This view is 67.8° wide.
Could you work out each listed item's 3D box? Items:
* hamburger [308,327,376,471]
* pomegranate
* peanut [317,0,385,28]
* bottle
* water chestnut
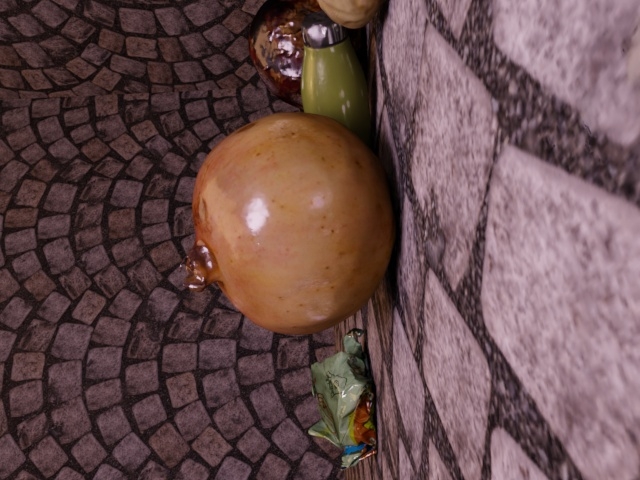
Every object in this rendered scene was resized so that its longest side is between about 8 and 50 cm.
[{"bbox_3d":[0.044,0.362,1.119,0.276,0.150,0.261,-94,3,-57],"label":"hamburger"},{"bbox_3d":[-0.058,-0.018,0.715,0.338,0.337,0.339,177,90,-88],"label":"pomegranate"},{"bbox_3d":[0.035,-0.375,0.637,0.140,0.109,0.159,94,171,-75],"label":"peanut"},{"bbox_3d":[0.024,-0.240,0.794,0.112,0.112,0.260,-95,-6,-47],"label":"bottle"},{"bbox_3d":[-0.022,-0.357,0.917,0.238,0.223,0.224,93,174,-65],"label":"water chestnut"}]
